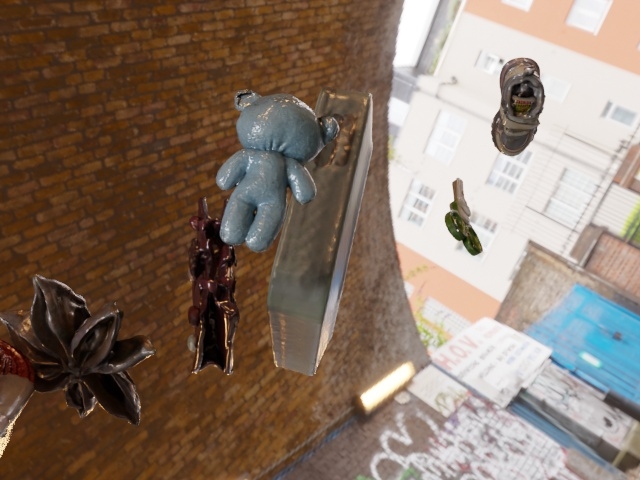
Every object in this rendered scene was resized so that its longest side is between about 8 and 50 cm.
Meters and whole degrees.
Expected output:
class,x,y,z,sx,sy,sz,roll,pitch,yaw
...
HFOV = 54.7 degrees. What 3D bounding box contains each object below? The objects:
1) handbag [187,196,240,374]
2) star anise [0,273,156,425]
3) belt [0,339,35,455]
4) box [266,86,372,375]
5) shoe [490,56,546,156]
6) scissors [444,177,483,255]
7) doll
class,x,y,z,sx,sy,sz,roll,pitch,yaw
handbag,-0.161,0.072,0.913,0.073,0.203,0.216,-1,-36,-11
star anise,-0.292,0.129,0.733,0.073,0.196,0.212,-66,-2,-53
belt,-0.376,0.172,0.628,0.124,0.128,0.201,-61,12,13
box,0.001,-0.001,1.058,0.396,0.111,0.396,95,-172,-65
shoe,0.366,-0.237,1.124,0.092,0.089,0.180,-74,-13,-70
scissors,0.272,-0.059,1.206,0.027,0.101,0.204,-32,30,28
doll,-0.056,-0.074,0.673,0.075,0.120,0.180,158,130,-78
